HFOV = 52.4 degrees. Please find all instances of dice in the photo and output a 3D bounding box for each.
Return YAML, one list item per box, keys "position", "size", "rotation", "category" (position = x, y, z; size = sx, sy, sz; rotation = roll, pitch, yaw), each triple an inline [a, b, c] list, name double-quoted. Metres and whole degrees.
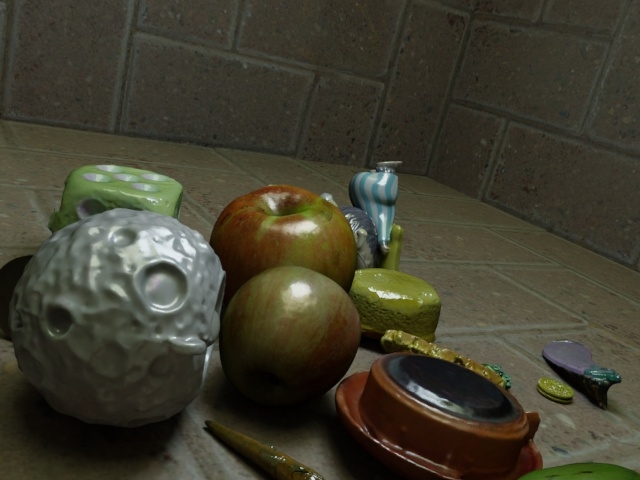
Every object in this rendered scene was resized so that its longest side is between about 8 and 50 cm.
- position: [-0.458, -0.026, 1.487]
  size: [0.254, 0.252, 0.250]
  rotation: [10, 16, -8]
  category: "dice"

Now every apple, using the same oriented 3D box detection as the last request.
- position: [-0.055, 0.179, 1.169]
  size: [0.257, 0.257, 0.234]
  rotation: [14, 42, -1]
  category: "apple"
- position: [-0.084, 0.051, 1.455]
  size: [0.339, 0.339, 0.339]
  rotation: [13, 16, -4]
  category: "apple"

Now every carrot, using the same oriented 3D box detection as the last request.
- position: [-0.087, 0.331, 0.993]
  size: [0.254, 0.049, 0.049]
  rotation: [20, 17, 32]
  category: "carrot"

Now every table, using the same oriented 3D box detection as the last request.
- position: [-0.495, 0.095, 1.260]
  size: [0.167, 0.167, 0.227]
  rotation: [15, 8, 3]
  category: "table"

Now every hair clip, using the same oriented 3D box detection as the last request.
- position: [0.647, 0.310, 1.645]
  size: [0.095, 0.110, 0.359]
  rotation: [54, 9, -9]
  category: "hair clip"

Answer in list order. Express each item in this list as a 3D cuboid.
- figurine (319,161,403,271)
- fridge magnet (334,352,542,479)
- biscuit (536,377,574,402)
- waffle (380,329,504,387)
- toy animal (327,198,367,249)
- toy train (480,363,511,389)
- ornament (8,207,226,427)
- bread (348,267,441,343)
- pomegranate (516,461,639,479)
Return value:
- position: [0.026, -0.043, 1.787]
  size: [0.377, 0.361, 0.266]
  rotation: [5, -8, -10]
  category: "figurine"
- position: [0.201, 0.305, 1.108]
  size: [0.363, 0.155, 0.363]
  rotation: [16, 12, -3]
  category: "fridge magnet"
- position: [0.543, 0.347, 1.507]
  size: [0.084, 0.023, 0.084]
  rotation: [12, 15, -3]
  category: "biscuit"
- position: [0.256, 0.256, 1.361]
  size: [0.249, 0.056, 0.253]
  rotation: [30, -9, -35]
  category: "waffle"
- position: [-0.002, -0.016, 1.645]
  size: [0.233, 0.169, 0.121]
  rotation: [32, 24, 13]
  category: "toy animal"
- position: [0.397, 0.312, 1.481]
  size: [0.053, 0.033, 0.083]
  rotation: [3, 19, -19]
  category: "toy train"
- position: [-0.308, 0.114, 1.003]
  size: [0.337, 0.337, 0.337]
  rotation: [13, 16, -4]
  category: "ornament"
- position: [0.166, 0.162, 1.586]
  size: [0.270, 0.148, 0.270]
  rotation: [12, 13, -3]
  category: "bread"
- position: [0.338, 0.404, 0.793]
  size: [0.270, 0.254, 0.254]
  rotation: [48, 16, -4]
  category: "pomegranate"
